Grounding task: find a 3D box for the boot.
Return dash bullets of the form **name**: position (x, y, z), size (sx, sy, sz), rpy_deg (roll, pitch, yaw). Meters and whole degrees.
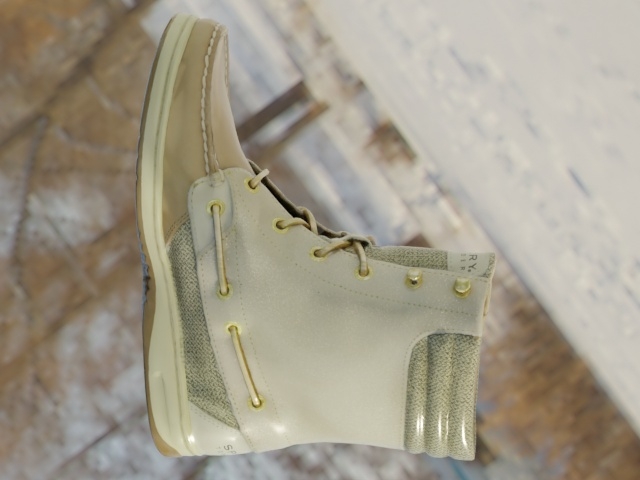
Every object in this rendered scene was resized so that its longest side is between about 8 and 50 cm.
- **boot**: position (0.000, 0.000, 0.917), size (0.077, 0.165, 0.213), rpy_deg (-47, -43, -74)
